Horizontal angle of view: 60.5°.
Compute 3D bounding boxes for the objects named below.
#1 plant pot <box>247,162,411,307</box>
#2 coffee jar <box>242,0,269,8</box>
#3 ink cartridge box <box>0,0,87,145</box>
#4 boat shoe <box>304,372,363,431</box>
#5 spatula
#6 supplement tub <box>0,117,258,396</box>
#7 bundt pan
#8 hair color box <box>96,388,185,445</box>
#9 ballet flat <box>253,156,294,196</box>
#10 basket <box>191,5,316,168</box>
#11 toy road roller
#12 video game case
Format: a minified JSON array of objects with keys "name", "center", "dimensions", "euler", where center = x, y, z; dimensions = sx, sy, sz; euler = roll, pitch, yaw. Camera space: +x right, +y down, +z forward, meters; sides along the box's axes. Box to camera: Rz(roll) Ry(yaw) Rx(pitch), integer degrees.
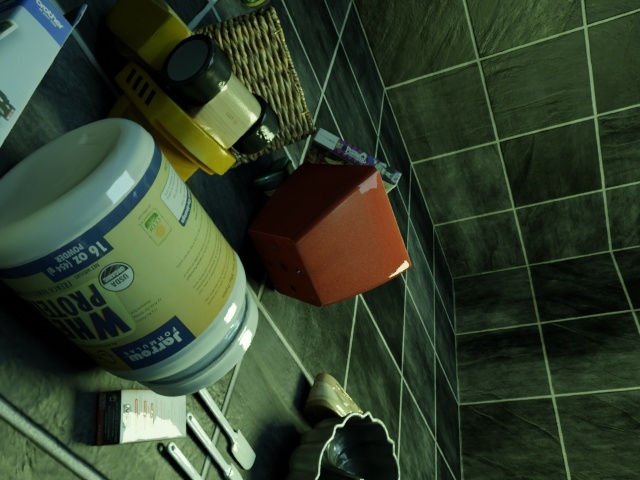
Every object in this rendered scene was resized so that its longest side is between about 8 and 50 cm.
[{"name":"plant pot","center":[0.000,0.000,1.243],"dimensions":[0.236,0.267,0.267],"euler":[-38,119,-28]},{"name":"coffee jar","center":[-0.195,-0.664,1.392],"dimensions":[0.184,0.079,0.096],"euler":[-8,86,-69]},{"name":"ink cartridge box","center":[-0.359,-0.138,0.533],"dimensions":[0.065,0.186,0.311],"euler":[55,30,-42]},{"name":"boat shoe","center":[0.074,0.466,1.388],"dimensions":[0.110,0.122,0.341],"euler":[-77,146,-47]},{"name":"spatula","center":[-0.177,0.370,0.938],"dimensions":[0.168,0.019,0.241],"euler":[-72,146,-52]},{"name":"supplement tub","center":[-0.235,0.033,0.693],"dimensions":[0.228,0.229,0.316],"euler":[-80,149,-45]},{"name":"bundt pan","center":[0.039,0.536,1.186],"dimensions":[0.331,0.124,0.330],"euler":[16,69,-50]},{"name":"hair color box","center":[-0.252,0.252,0.786],"dimensions":[0.141,0.043,0.071],"euler":[35,46,-62]},{"name":"ballet flat","center":[-0.106,-0.149,1.350],"dimensions":[0.203,0.074,0.074],"euler":[-61,134,-63]},{"name":"basket","center":[-0.176,-0.343,1.244],"dimensions":[0.299,0.223,0.213],"euler":[69,-11,-20]},{"name":"toy road roller","center":[-0.255,-0.225,0.903],"dimensions":[0.329,0.240,0.202],"euler":[46,2,34]},{"name":"video game case","center":[0.064,-0.165,1.314],"dimensions":[0.041,0.210,0.232],"euler":[-63,-177,-12]}]
